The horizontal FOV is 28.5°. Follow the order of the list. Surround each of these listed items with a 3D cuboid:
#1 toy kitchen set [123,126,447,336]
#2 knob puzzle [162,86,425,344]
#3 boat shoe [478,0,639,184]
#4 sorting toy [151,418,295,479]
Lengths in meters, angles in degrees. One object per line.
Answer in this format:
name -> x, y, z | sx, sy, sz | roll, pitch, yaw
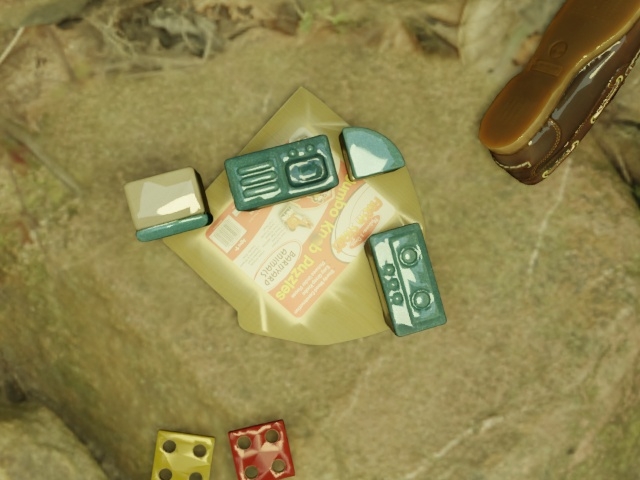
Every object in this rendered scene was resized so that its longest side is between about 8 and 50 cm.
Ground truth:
toy kitchen set -> -0.023, 0.011, 0.958 | 0.207, 0.122, 0.166 | -15, 91, -2
knob puzzle -> 0.000, 0.000, 1.035 | 0.213, 0.030, 0.213 | 0, 90, -3
boat shoe -> 0.213, -0.138, 1.028 | 0.207, 0.073, 0.073 | -49, 130, 2
sorting toy -> -0.060, 0.274, 1.028 | 0.132, 0.046, 0.274 | -16, 92, -2
